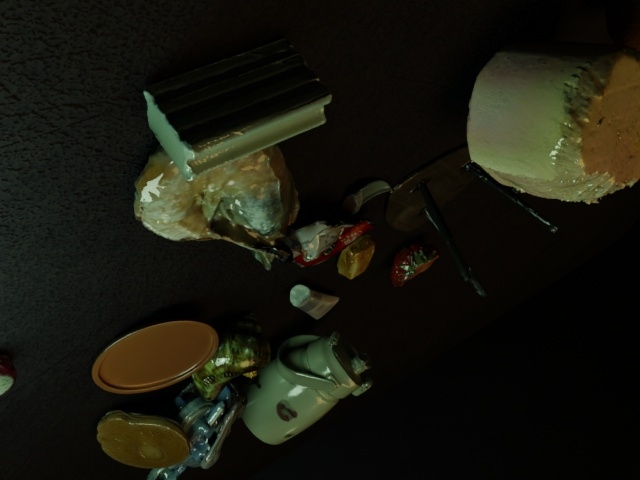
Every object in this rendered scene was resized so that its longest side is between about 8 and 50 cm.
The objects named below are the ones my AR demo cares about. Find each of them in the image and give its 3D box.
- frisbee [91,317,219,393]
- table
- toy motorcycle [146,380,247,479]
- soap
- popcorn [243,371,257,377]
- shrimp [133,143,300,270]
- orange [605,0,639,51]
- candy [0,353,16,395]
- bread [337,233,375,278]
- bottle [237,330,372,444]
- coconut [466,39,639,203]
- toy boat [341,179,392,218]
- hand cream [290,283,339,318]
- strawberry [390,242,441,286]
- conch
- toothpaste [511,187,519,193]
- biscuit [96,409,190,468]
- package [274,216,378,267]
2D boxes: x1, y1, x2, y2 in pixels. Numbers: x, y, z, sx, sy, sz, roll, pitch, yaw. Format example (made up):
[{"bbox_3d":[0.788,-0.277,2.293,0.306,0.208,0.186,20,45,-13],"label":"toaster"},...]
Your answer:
[{"bbox_3d":[-0.319,0.225,1.448,0.251,0.021,0.250,-19,148,-13],"label":"frisbee"},{"bbox_3d":[0.340,-0.043,1.631,0.317,0.249,0.317,-30,159,-13],"label":"table"},{"bbox_3d":[-0.289,0.479,1.831,0.241,0.182,0.319,6,128,-33],"label":"toy motorcycle"},{"bbox_3d":[-0.099,-0.161,0.895,0.199,0.114,0.063,-25,157,-23],"label":"soap"},{"bbox_3d":[-0.184,0.285,1.796,0.084,0.084,0.084,-31,159,-13],"label":"popcorn"},{"bbox_3d":[-0.131,-0.043,1.129,0.221,0.109,0.445,-30,156,2],"label":"shrimp"},{"bbox_3d":[0.615,-0.418,1.330,0.206,0.206,0.206,-31,159,-13],"label":"orange"},{"bbox_3d":[-0.525,0.218,1.154,0.103,0.043,0.103,-31,159,-13],"label":"candy"},{"bbox_3d":[0.080,0.034,1.678,0.074,0.053,0.132,-32,159,-20],"label":"bread"},{"bbox_3d":[-0.039,0.366,1.953,0.352,0.229,0.229,-36,161,25],"label":"bottle"},{"bbox_3d":[0.410,-0.215,1.328,0.298,0.310,0.297,-10,109,-32],"label":"coconut"},{"bbox_3d":[0.098,-0.097,1.466,0.122,0.034,0.096,-34,164,-30],"label":"toy boat"},{"bbox_3d":[-0.015,0.147,1.778,0.079,0.048,0.255,-39,160,5],"label":"hand cream"},{"bbox_3d":[0.243,0.060,1.950,0.147,0.082,0.187,-26,164,-9],"label":"strawberry"},{"bbox_3d":[-0.199,0.249,1.625,0.181,0.124,0.187,-33,-175,-32],"label":"conch"},{"bbox_3d":[0.555,-0.171,1.994,0.062,0.037,0.216,-31,164,-16],"label":"toothpaste"},{"bbox_3d":[-0.397,0.447,1.682,0.208,0.049,0.180,6,131,-3],"label":"biscuit"},{"bbox_3d":[0.000,0.000,1.464,0.194,0.071,0.269,-21,174,18],"label":"package"}]
